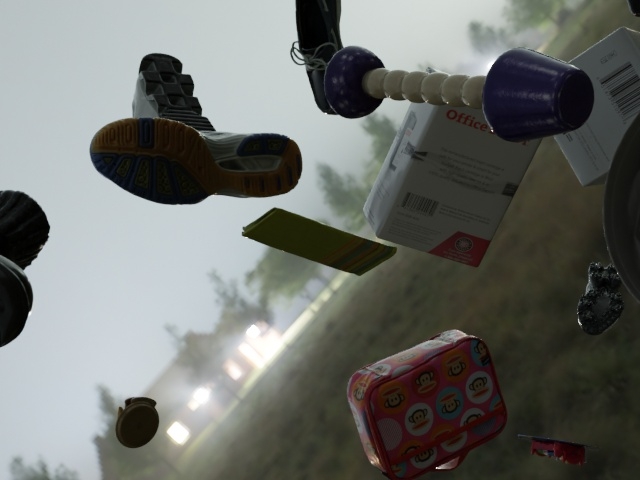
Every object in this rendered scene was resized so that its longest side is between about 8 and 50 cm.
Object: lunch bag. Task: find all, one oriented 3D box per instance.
[{"bbox_3d":[0.213,0.336,2.256,0.293,0.258,0.120,-23,15,-20],"label":"lunch bag"}]

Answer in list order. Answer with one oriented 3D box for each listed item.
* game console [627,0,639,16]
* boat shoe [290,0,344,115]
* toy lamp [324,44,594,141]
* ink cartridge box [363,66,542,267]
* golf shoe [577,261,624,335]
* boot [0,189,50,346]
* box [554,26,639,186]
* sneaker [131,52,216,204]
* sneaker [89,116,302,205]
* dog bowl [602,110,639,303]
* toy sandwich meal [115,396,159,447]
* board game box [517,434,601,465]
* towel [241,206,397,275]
[{"bbox_3d":[0.410,-0.325,1.337,0.071,0.107,0.122,-31,18,-24],"label":"game console"},{"bbox_3d":[-0.001,-0.342,2.030,0.079,0.095,0.254,-24,-63,-51],"label":"boat shoe"},{"bbox_3d":[0.112,-0.129,0.994,0.275,0.080,0.080,11,52,51],"label":"toy lamp"},{"bbox_3d":[0.172,-0.095,1.505,0.092,0.159,0.218,-111,42,-60],"label":"ink cartridge box"},{"bbox_3d":[0.488,0.122,2.013,0.198,0.077,0.094,-54,-29,-53],"label":"golf shoe"},{"bbox_3d":[-0.419,0.030,1.454,0.348,0.131,0.260,-2,22,37],"label":"boot"},{"bbox_3d":[0.450,-0.203,1.780,0.182,0.181,0.119,-34,-13,27],"label":"box"},{"bbox_3d":[-0.258,-0.163,2.001,0.146,0.122,0.330,-59,36,39],"label":"sneaker"},{"bbox_3d":[-0.177,-0.099,1.551,0.131,0.296,0.111,5,89,60],"label":"sneaker"},{"bbox_3d":[0.516,-0.049,1.396,0.102,0.348,0.349,17,-54,-40],"label":"dog bowl"},{"bbox_3d":[-0.294,0.288,1.839,0.085,0.085,0.029,-48,34,-18],"label":"toy sandwich meal"},{"bbox_3d":[0.390,0.349,1.904,0.168,0.133,0.033,53,-135,-73],"label":"board game box"},{"bbox_3d":[0.000,0.000,1.821,0.102,0.237,0.021,-34,47,44],"label":"towel"}]
